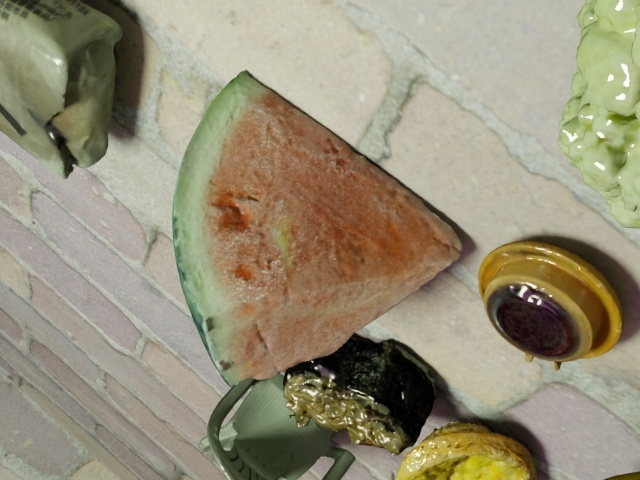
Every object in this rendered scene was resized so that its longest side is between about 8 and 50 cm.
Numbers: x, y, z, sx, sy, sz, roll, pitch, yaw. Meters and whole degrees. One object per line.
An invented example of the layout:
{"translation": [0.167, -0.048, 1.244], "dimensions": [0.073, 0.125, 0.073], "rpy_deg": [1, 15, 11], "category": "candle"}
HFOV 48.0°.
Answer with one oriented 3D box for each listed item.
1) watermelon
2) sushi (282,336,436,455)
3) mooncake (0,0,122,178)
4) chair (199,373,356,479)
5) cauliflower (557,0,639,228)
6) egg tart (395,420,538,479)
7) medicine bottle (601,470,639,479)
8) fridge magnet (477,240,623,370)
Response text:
{"translation": [-0.039, -0.017, 0.746], "dimensions": [0.292, 0.283, 0.250], "rpy_deg": [-28, 123, 27], "category": "watermelon"}
{"translation": [0.039, 0.190, 0.939], "dimensions": [0.212, 0.115, 0.147], "rpy_deg": [13, 135, 37], "category": "sushi"}
{"translation": [-0.356, -0.228, 0.875], "dimensions": [0.254, 0.136, 0.250], "rpy_deg": [37, 146, 1], "category": "mooncake"}
{"translation": [-0.077, 0.306, 1.075], "dimensions": [0.203, 0.190, 0.275], "rpy_deg": [43, 154, 2], "category": "chair"}
{"translation": [0.249, -0.085, 0.327], "dimensions": [0.281, 0.260, 0.327], "rpy_deg": [43, 166, 8], "category": "cauliflower"}
{"translation": [0.179, 0.291, 0.904], "dimensions": [0.191, 0.074, 0.191], "rpy_deg": [-1, 127, -2], "category": "egg tart"}
{"translation": [0.402, 0.277, 0.581], "dimensions": [0.224, 0.224, 0.384], "rpy_deg": [43, 144, 0], "category": "medicine bottle"}
{"translation": [0.213, 0.062, 0.681], "dimensions": [0.143, 0.063, 0.143], "rpy_deg": [29, 146, 22], "category": "fridge magnet"}
